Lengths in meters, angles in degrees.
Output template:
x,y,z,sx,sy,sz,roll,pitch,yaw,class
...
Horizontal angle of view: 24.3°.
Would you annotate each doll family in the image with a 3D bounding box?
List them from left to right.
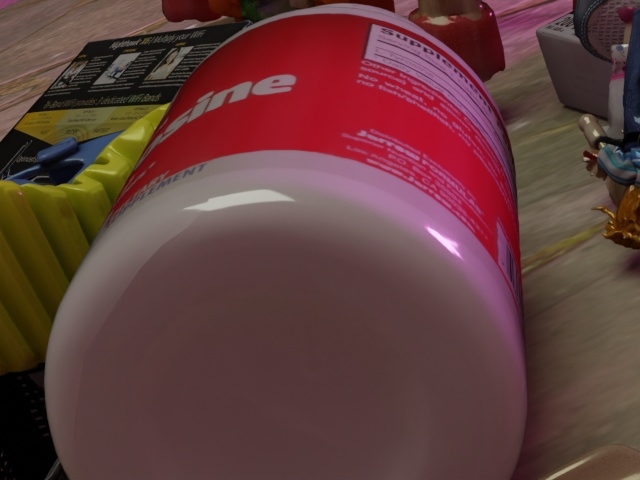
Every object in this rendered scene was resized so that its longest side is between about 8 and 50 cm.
x,y,z,sx,sy,sz,roll,pitch,yaw,class
0.231,-0.073,0.900,0.118,0.163,0.263,10,-3,-37,doll family

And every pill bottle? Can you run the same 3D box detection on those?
x,y,z,sx,sy,sz,roll,pitch,yaw,class
0.000,0.000,0.855,0.229,0.229,0.408,-18,21,13,pill bottle

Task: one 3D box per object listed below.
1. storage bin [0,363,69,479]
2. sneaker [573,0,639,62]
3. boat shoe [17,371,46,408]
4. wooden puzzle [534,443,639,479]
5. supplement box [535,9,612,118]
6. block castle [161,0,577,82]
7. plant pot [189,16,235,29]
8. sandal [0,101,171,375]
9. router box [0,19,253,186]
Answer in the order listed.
x,y,z,sx,sy,sz,roll,pitch,yaw,class
-0.169,0.144,0.889,0.122,0.084,0.180,-16,21,20,storage bin
0.311,-0.151,1.006,0.283,0.110,0.122,-1,36,15,sneaker
-0.190,0.072,1.071,0.079,0.095,0.254,0,29,43,boat shoe
0.091,0.189,0.574,0.221,0.044,0.239,-26,25,-8,wooden puzzle
0.309,-0.181,1.186,0.239,0.073,0.130,-27,21,-12,supplement box
0.070,-0.265,1.422,0.303,0.213,0.453,-24,29,-34,block castle
-0.125,-0.167,1.577,0.109,0.096,0.109,-15,22,23,plant pot
-0.194,0.004,0.989,0.138,0.126,0.317,-7,14,39,sandal
-0.193,-0.081,1.362,0.309,0.081,0.243,5,52,55,router box
